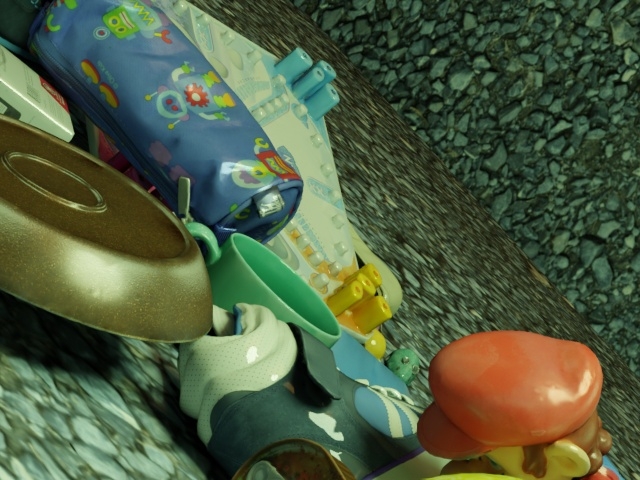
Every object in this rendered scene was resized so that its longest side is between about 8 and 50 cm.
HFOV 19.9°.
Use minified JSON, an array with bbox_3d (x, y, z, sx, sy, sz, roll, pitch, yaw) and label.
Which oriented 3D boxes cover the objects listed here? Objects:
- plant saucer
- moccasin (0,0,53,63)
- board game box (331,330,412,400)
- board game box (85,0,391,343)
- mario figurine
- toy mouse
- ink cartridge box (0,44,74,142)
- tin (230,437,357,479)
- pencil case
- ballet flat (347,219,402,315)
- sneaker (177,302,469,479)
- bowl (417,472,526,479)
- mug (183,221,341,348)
[{"bbox_3d":[-0.208,-0.027,1.369,0.310,0.050,0.310,27,13,-7],"label":"plant saucer"},{"bbox_3d":[-0.328,-0.278,1.912,0.138,0.117,0.342,49,11,27],"label":"moccasin"},{"bbox_3d":[0.032,0.164,1.650,0.168,0.033,0.133,42,40,-39],"label":"board game box"},{"bbox_3d":[-0.094,-0.118,1.934,0.390,0.050,0.390,29,37,-40],"label":"board game box"},{"bbox_3d":[0.170,0.204,1.394,0.198,0.170,0.320,-4,-47,50],"label":"mario figurine"},{"bbox_3d":[0.072,0.117,2.096,0.161,0.031,0.143,50,12,33],"label":"toy mouse"},{"bbox_3d":[-0.296,-0.134,1.608,0.150,0.063,0.109,39,11,-23],"label":"ink cartridge box"},{"bbox_3d":[-0.004,0.214,1.220,0.040,0.106,0.190,44,8,-44],"label":"tin"},{"bbox_3d":[-0.145,-0.115,1.674,0.306,0.119,0.133,50,41,13],"label":"pencil case"},{"bbox_3d":[0.000,0.000,2.183,0.248,0.086,0.086,45,10,6],"label":"ballet flat"},{"bbox_3d":[-0.001,0.130,1.487,0.236,0.130,0.323,50,17,11],"label":"sneaker"},{"bbox_3d":[0.168,0.268,1.202,0.289,0.156,0.289,156,-90,-84],"label":"bowl"},{"bbox_3d":[-0.070,0.063,1.588,0.158,0.097,0.129,46,11,16],"label":"mug"}]
